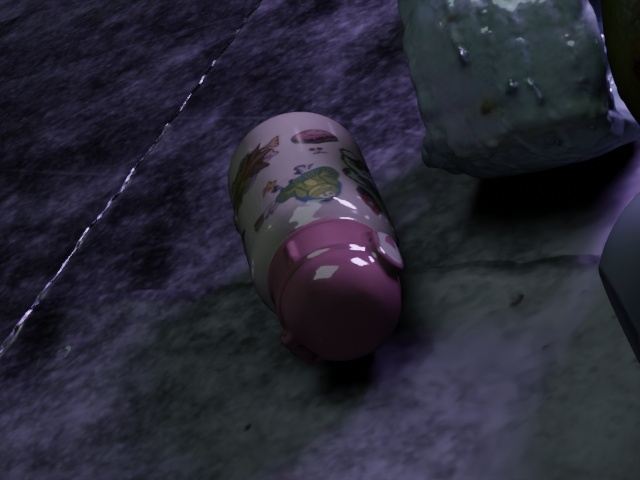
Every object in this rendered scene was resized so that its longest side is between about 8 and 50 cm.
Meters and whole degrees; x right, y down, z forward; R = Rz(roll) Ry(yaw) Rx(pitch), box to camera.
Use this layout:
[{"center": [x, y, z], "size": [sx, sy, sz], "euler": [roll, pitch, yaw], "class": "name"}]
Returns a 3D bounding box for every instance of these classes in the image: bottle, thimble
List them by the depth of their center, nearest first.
[{"center": [0.000, 0.000, 1.174], "size": [0.120, 0.120, 0.253], "euler": [-27, 30, 3], "class": "bottle"}, {"center": [0.161, -0.157, 1.195], "size": [0.172, 0.205, 0.250], "euler": [-12, 38, 28], "class": "thimble"}]

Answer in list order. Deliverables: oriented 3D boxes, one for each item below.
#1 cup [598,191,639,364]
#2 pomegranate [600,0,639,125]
[{"center": [0.320, 0.007, 0.809], "size": [0.312, 0.205, 0.205], "euler": [-27, 29, 6], "class": "cup"}, {"center": [0.360, -0.139, 1.022], "size": [0.358, 0.216, 0.310], "euler": [23, 51, 18], "class": "pomegranate"}]
